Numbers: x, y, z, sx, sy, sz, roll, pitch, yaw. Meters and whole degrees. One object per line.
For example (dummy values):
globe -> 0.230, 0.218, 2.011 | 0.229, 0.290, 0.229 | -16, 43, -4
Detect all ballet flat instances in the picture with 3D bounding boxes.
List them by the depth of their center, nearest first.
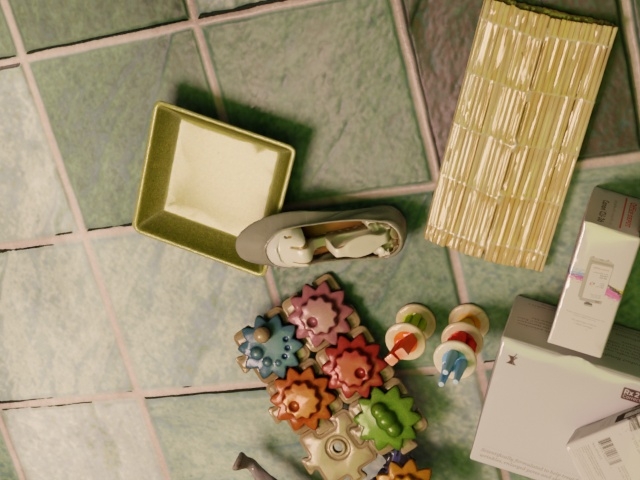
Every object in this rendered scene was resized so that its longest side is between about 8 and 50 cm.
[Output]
ballet flat -> 0.000, 0.000, 1.429 | 0.213, 0.068, 0.072 | -8, 118, 3

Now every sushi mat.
sushi mat -> 0.224, -0.117, 1.361 | 0.152, 0.019, 0.316 | 17, 118, 9

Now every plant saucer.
plant saucer -> -0.131, -0.070, 1.485 | 0.188, 0.045, 0.188 | 20, 118, 9

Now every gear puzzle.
gear puzzle -> 0.031, 0.224, 1.507 | 0.175, 0.044, 0.339 | -33, 88, 12

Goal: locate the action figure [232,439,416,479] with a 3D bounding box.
action figure -> 0.028, 0.389, 1.613 | 0.330, 0.178, 0.341 | 20, 89, 2

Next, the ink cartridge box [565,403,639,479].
ink cartridge box -> 0.377, 0.231, 1.296 | 0.180, 0.060, 0.104 | -28, 88, 26

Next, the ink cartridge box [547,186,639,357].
ink cartridge box -> 0.320, 0.017, 1.336 | 0.067, 0.115, 0.198 | 17, 117, 11

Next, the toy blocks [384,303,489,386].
toy blocks -> 0.134, 0.131, 1.430 | 0.123, 0.148, 0.054 | -1, 112, 18

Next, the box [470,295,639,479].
box -> 0.293, 0.189, 1.421 | 0.181, 0.119, 0.181 | 17, 117, 11
